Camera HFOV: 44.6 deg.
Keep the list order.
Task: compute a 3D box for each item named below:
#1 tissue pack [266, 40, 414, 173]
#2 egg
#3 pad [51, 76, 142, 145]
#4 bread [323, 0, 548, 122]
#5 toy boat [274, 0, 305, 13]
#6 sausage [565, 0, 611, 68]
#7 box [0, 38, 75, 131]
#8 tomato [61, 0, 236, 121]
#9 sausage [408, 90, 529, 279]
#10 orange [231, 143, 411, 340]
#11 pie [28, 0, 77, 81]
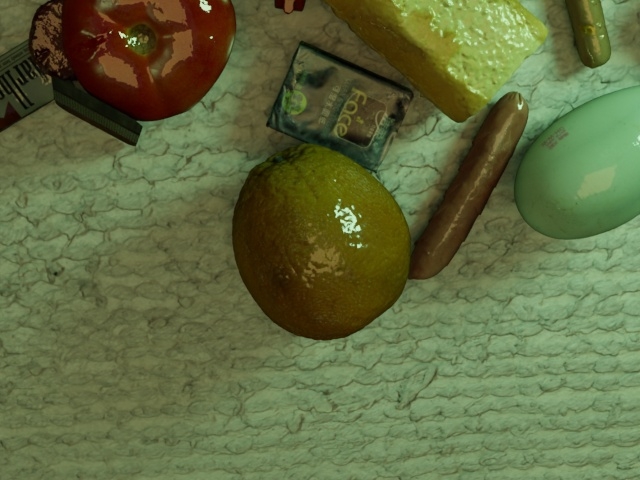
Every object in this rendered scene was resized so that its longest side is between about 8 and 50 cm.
[{"bbox_3d":[0.034,-0.248,1.463,0.235,0.073,0.173,23,111,-11],"label":"tissue pack"},{"bbox_3d":[0.529,-0.149,1.441,0.371,0.230,0.230,-36,109,5],"label":"egg"},{"bbox_3d":[-0.473,-0.235,1.355,0.323,0.250,0.055,9,85,-15],"label":"pad"},{"bbox_3d":[0.187,-0.399,1.357,0.375,0.165,0.236,37,105,-17],"label":"bread"},{"bbox_3d":[-0.045,-0.486,1.372,0.069,0.059,0.173,6,105,-5],"label":"toy boat"},{"bbox_3d":[0.463,-0.454,1.399,0.066,0.066,0.301,-21,113,6],"label":"sausage"},{"bbox_3d":[-0.561,-0.289,1.444,0.177,0.036,0.115,-29,111,9],"label":"box"},{"bbox_3d":[-0.283,-0.356,1.325,0.299,0.226,0.298,-2,108,-6],"label":"tomato"},{"bbox_3d":[0.288,-0.092,1.532,0.088,0.088,0.433,23,111,-11],"label":"sausage"},{"bbox_3d":[0.000,0.000,1.442,0.322,0.322,0.357,-26,101,8],"label":"orange"},{"bbox_3d":[-0.449,-0.362,1.399,0.154,0.036,0.154,-5,105,-18],"label":"pie"}]
